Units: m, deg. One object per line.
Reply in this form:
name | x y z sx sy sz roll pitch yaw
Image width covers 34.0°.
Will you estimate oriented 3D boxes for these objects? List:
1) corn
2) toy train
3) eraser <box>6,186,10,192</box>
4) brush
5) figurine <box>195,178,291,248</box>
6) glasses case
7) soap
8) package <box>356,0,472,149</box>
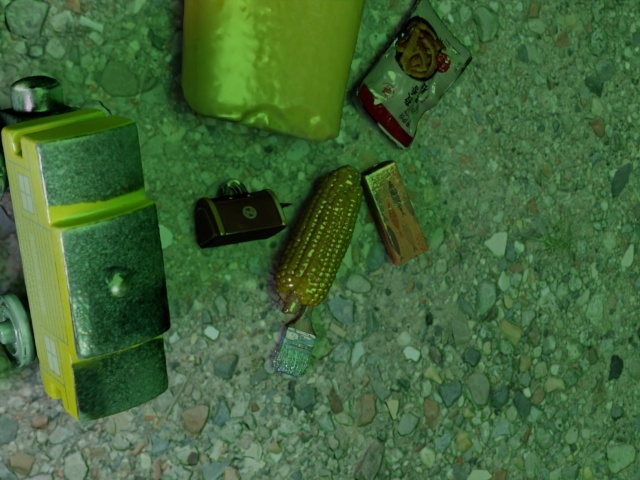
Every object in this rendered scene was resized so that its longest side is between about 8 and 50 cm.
corn | 0.000 0.000 1.667 0.097 0.097 0.262 32 74 -29
toy train | -0.315 0.018 1.341 0.179 0.272 0.442 -18 114 -33
eraser | -0.471 -0.122 1.399 0.225 0.036 0.082 18 85 -32
brush | -0.027 0.123 1.702 0.070 0.021 0.196 23 78 -30
figurine | -0.118 -0.048 1.610 0.154 0.082 0.098 -12 80 -31
glasses case | 0.122 -0.047 1.772 0.064 0.041 0.170 -28 108 -17
soap | -0.067 -0.372 1.593 0.306 0.115 0.427 11 86 -28
package | 0.159 -0.285 1.787 0.154 0.030 0.239 45 69 -28
